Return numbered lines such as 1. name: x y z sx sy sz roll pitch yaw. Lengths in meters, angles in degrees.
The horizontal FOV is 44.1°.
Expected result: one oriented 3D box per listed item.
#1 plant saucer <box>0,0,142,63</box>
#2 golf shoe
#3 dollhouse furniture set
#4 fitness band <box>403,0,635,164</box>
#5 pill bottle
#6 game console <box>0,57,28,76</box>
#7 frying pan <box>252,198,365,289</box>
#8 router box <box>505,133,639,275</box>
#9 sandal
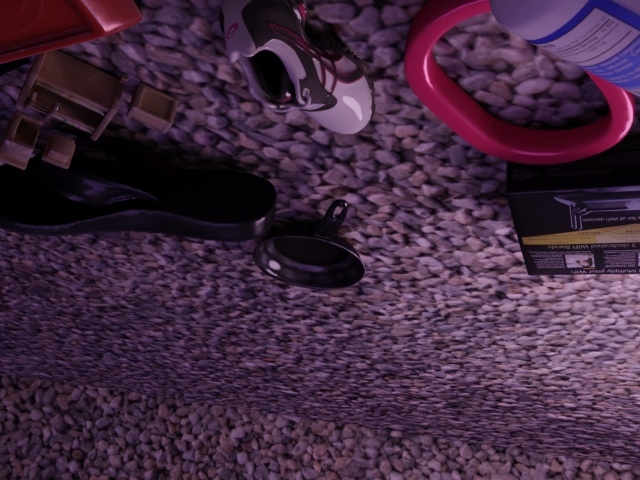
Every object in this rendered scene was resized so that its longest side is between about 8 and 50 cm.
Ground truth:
1. plant saucer: -0.363 -0.277 0.830 0.259 0.048 0.258 -8 149 16
2. golf shoe: -0.028 -0.180 0.879 0.105 0.120 0.273 -10 149 30
3. dollhouse furniture set: -0.300 -0.132 1.008 0.181 0.161 0.101 23 150 -24
4. fitness band: 0.223 -0.179 0.880 0.209 0.054 0.290 -14 145 42
5. pill bottle: 0.240 -0.225 0.666 0.271 0.152 0.152 20 151 -19
6. game console: -0.465 -0.221 0.976 0.085 0.124 0.144 21 167 44
7. frying pan: -0.029 0.000 1.306 0.197 0.053 0.326 3 151 12
8. router box: 0.417 -0.041 1.049 0.308 0.081 0.243 -2 151 20
9. sandal: -0.285 -0.090 1.137 0.445 0.168 0.107 2 128 -2
